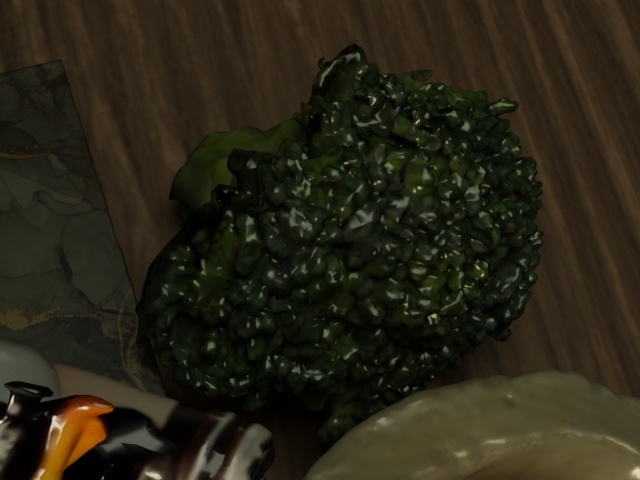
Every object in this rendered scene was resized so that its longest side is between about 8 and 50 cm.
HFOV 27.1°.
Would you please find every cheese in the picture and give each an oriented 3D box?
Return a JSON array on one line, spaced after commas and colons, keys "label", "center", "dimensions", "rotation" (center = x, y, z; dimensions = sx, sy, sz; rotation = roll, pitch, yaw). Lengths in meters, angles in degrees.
[{"label": "cheese", "center": [0.114, 0.251, 0.737], "dimensions": [0.292, 0.153, 0.332], "rotation": [-11, 63, -22]}]

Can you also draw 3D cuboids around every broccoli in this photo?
[{"label": "broccoli", "center": [0.000, 0.000, 0.865], "dimensions": [0.288, 0.245, 0.248], "rotation": [12, 88, -34]}]

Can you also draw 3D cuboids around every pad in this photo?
[{"label": "pad", "center": [-0.228, 0.060, 0.783], "dimensions": [0.247, 0.007, 0.368], "rotation": [-15, 62, -11]}]

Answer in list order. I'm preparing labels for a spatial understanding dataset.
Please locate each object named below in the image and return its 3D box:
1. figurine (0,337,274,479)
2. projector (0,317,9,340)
[{"label": "figurine", "center": [-0.172, 0.208, 0.593], "dimensions": [0.320, 0.196, 0.323], "rotation": [20, 87, -38]}, {"label": "projector", "center": [-0.199, 0.058, 0.830], "dimensions": [0.115, 0.061, 0.147], "rotation": [-9, 60, -20]}]
